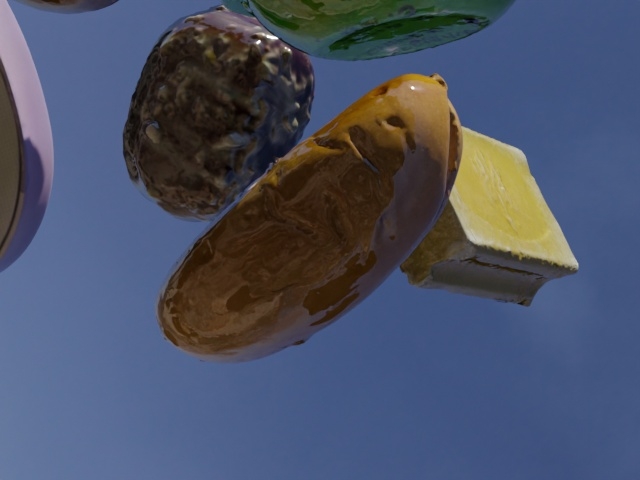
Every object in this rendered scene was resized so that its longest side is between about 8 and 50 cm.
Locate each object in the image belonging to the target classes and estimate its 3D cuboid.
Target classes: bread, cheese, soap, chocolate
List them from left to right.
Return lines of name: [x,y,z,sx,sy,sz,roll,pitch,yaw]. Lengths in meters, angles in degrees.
chocolate: [-0.133,-0.181,1.811,0.210,0.225,0.340,25,-87,42]
bread: [0.000,0.000,0.592,0.189,0.114,0.077,-39,-110,13]
cheese: [0.021,-0.159,0.682,0.204,0.320,0.083,-12,-95,27]
soap: [0.169,-0.036,1.386,0.091,0.315,0.199,-32,-113,27]

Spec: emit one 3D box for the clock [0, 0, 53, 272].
clock: [-0.215,-0.070,0.564,0.198,0.064,0.172,30,-72,6]

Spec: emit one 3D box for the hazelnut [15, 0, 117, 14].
hazelnut: [-0.225,-0.307,1.090,0.210,0.210,0.186,111,-17,-48]
